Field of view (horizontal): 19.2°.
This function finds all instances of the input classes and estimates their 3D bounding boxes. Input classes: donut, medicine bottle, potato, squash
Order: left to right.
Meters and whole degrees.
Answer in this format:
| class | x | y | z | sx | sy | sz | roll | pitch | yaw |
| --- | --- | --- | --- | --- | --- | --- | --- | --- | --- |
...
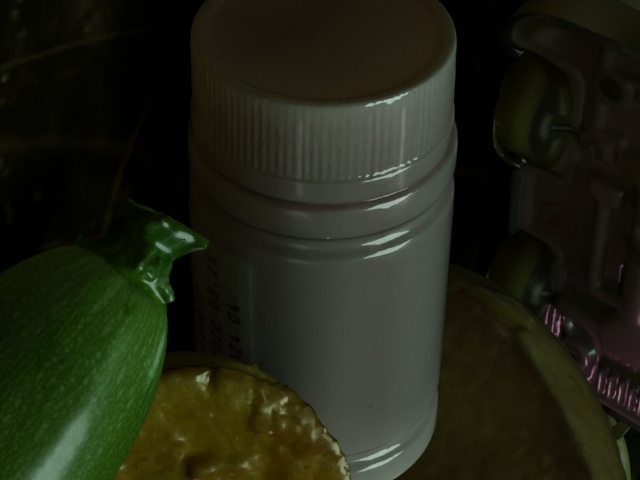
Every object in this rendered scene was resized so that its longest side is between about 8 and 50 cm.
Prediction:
| class | x | y | z | sx | sy | sz | roll | pitch | yaw |
| --- | --- | --- | --- | --- | --- | --- | --- | --- | --- |
| squash | -0.175 | 0.141 | 0.771 | 0.395 | 0.107 | 0.107 | -55 | 152 | -17 |
| donut | -0.071 | 0.128 | 0.906 | 0.178 | 0.162 | 0.065 | -39 | -160 | 9 |
| medicine bottle | 0.000 | 0.000 | 0.938 | 0.133 | 0.133 | 0.249 | -42 | 146 | -38 |
| potato | 0.149 | 0.161 | 1.217 | 0.189 | 0.264 | 0.211 | -58 | 149 | 7 |

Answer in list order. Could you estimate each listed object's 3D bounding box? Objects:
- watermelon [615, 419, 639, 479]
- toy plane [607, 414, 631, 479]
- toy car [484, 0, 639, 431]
| class | x | y | z | sx | sy | sz | roll | pitch | yaw |
| --- | --- | --- | --- | --- | --- | --- | --- | --- | --- |
| watermelon | 0.297 | 0.170 | 1.654 | 0.105 | 0.105 | 0.133 | -2 | 116 | -61 |
| toy plane | 0.228 | 0.232 | 1.539 | 0.092 | 0.229 | 0.244 | -48 | -156 | 48 |
| toy car | 0.258 | -0.035 | 1.258 | 0.226 | 0.242 | 0.336 | -42 | 147 | -34 |
